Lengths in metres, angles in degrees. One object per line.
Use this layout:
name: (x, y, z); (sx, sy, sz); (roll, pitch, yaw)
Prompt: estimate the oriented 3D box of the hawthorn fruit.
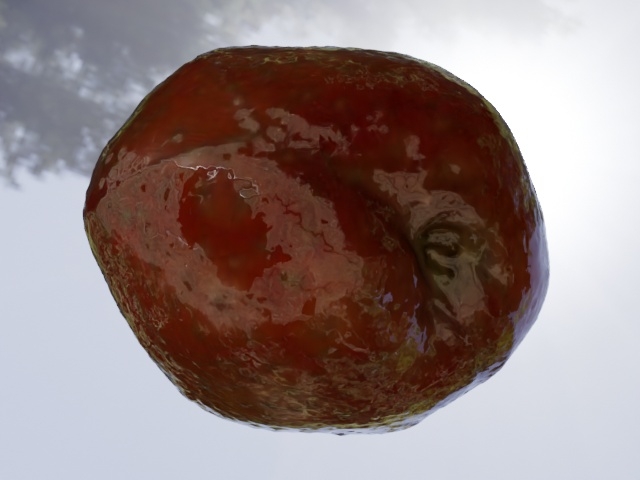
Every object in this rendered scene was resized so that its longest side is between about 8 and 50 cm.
hawthorn fruit: (0.000, 0.000, 0.484); (0.128, 0.128, 0.128); (-11, -109, 33)
